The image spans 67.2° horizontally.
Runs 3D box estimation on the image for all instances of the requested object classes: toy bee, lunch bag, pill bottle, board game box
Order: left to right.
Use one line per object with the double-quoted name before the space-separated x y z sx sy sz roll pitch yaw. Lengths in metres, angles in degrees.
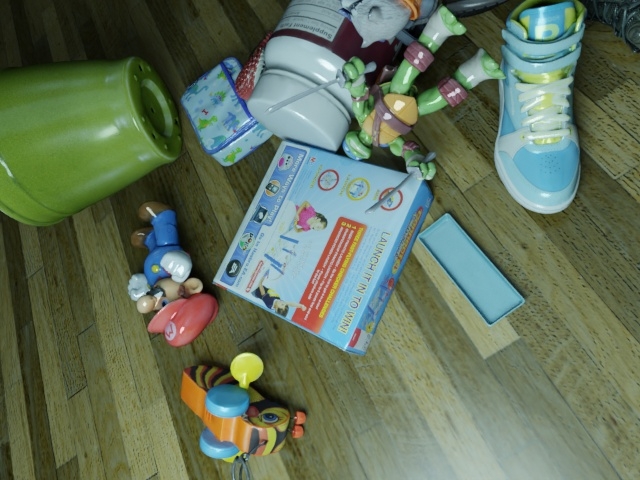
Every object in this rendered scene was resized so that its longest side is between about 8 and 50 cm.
"lunch bag" -0.203 -0.293 1.077 0.176 0.090 0.219 -32 62 10
"toy bee" -0.117 0.306 0.798 0.298 0.162 0.195 55 131 43
"board game box" 0.000 0.000 0.868 0.302 0.086 0.308 22 82 31
"pill bottle" 0.034 -0.376 0.909 0.224 0.224 0.392 23 83 31

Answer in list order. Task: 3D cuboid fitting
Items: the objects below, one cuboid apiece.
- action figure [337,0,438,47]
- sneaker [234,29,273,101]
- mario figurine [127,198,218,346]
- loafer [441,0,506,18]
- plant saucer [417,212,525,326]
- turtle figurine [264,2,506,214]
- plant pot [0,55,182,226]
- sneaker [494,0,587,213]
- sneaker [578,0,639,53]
"action figure" 0.087 -0.454 0.714 0.178 0.341 0.330 -10 67 62
"sneaker" -0.107 -0.357 1.011 0.088 0.092 0.225 -32 30 40
"mario figurine" -0.322 0.066 0.945 0.170 0.198 0.320 -26 55 -8
"loafer" 0.365 -0.510 0.829 0.365 0.134 0.130 -27 105 7
"plant saucer" 0.237 0.044 0.774 0.067 0.018 0.192 -39 59 9
"turtle figurine" 0.123 -0.191 0.710 0.266 0.274 0.198 -42 75 28
"plant pot" -0.526 -0.250 1.097 0.352 0.366 0.367 -13 66 9
"sneaker" 0.323 -0.214 0.709 0.127 0.208 0.319 -5 69 14
"sneaker" 0.471 -0.372 0.770 0.227 0.087 0.130 12 71 24
